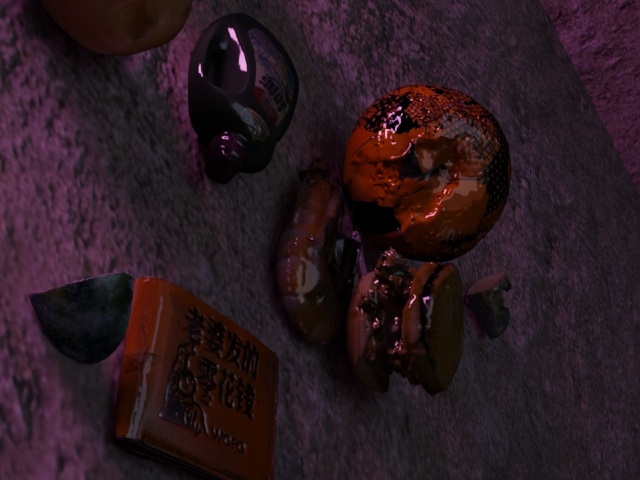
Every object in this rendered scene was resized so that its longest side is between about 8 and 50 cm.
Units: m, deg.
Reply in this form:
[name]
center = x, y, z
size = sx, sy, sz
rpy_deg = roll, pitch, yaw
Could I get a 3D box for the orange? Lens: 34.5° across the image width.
[orange]
center = 0.138, -0.087, 1.347
size = 0.235, 0.234, 0.182
rpy_deg = 65, -16, -6

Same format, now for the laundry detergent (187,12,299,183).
[laundry detergent]
center = -0.094, -0.148, 1.121
size = 0.144, 0.078, 0.222
rpy_deg = 52, 33, -26

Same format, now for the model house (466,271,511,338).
[model house]
center = 0.276, 0.104, 1.634
size = 0.083, 0.066, 0.078
rpy_deg = 66, 28, -8

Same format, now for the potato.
[potato]
center = -0.208, -0.282, 0.951
size = 0.234, 0.146, 0.150
rpy_deg = 61, -3, -14

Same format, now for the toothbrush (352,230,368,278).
[toothbrush]
center = 0.061, 0.064, 1.322
size = 0.017, 0.014, 0.162
rpy_deg = 53, 23, -68

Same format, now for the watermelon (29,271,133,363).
[watermelon]
center = -0.191, 0.058, 0.835
size = 0.085, 0.085, 0.061
rpy_deg = 47, 4, -36

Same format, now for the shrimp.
[shrimp]
center = 0.008, 0.013, 1.211
size = 0.145, 0.059, 0.254
rpy_deg = 55, 30, -31

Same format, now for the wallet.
[wallet]
center = -0.104, 0.135, 0.928
size = 0.195, 0.042, 0.161
rpy_deg = 40, 38, -44

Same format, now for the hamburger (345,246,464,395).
[hamburger]
center = 0.090, 0.093, 1.197
size = 0.159, 0.131, 0.185
rpy_deg = -49, 136, -56
